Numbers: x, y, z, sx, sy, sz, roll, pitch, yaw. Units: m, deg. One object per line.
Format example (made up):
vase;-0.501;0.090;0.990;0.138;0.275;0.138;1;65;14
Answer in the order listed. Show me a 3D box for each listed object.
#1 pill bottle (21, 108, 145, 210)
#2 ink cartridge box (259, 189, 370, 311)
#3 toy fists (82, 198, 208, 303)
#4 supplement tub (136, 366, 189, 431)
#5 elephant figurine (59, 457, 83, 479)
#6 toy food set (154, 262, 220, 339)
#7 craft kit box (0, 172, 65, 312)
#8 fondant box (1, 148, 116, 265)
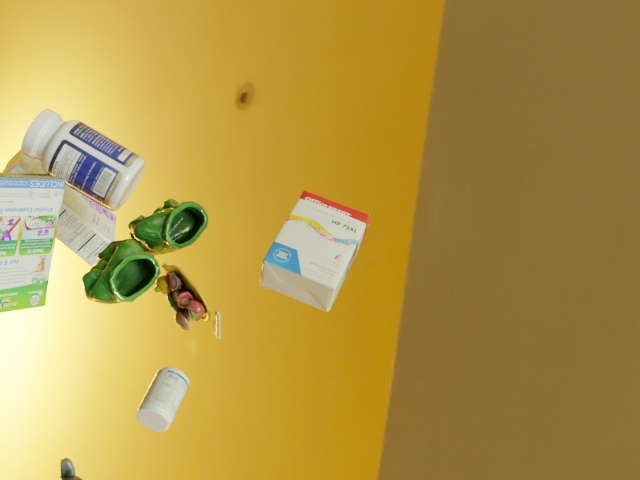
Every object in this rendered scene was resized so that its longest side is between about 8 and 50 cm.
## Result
pill bottle;-0.575;-0.198;1.816;0.153;0.265;0.153;-57;-174;10
ink cartridge box;0.000;0.000;1.339;0.078;0.134;0.231;102;12;-50
toy fists;-0.348;0.017;1.464;0.142;0.096;0.279;-11;-146;51
supplement tub;-0.301;0.303;1.436;0.071;0.071;0.107;-32;-156;37
elephant figurine;-0.547;0.594;1.495;0.186;0.239;0.169;20;-61;34
toy food set;-0.331;0.152;1.796;0.218;0.071;0.128;46;-31;17
craft kit box;-0.564;0.006;1.279;0.061;0.250;0.246;15;-81;27
fondant box;-0.722;-0.104;2.074;0.096;0.330;0.238;-42;-155;6
